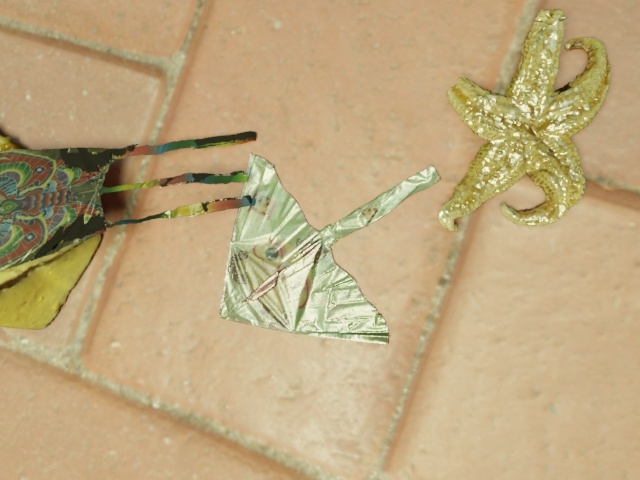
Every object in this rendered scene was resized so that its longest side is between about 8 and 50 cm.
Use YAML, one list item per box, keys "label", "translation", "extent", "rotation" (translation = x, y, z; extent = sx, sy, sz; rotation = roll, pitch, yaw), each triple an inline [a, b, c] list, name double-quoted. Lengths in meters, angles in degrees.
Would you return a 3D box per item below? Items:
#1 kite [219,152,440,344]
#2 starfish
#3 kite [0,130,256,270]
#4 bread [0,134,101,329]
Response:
- label: "kite"
  translation: [0.000, 0.000, 0.516]
  extent: [0.250, 0.012, 0.229]
  rotation: [-35, 80, 6]
- label: "starfish"
  translation: [0.171, -0.094, 0.466]
  extent: [0.150, 0.053, 0.209]
  rotation: [41, 96, 17]
- label: "kite"
  translation: [-0.198, -0.050, 0.507]
  extent: [0.286, 0.015, 0.152]
  rotation: [-10, 58, -3]
- label: "bread"
  translation: [-0.376, -0.020, 0.553]
  extent: [0.266, 0.178, 0.141]
  rotation: [36, 125, 15]
